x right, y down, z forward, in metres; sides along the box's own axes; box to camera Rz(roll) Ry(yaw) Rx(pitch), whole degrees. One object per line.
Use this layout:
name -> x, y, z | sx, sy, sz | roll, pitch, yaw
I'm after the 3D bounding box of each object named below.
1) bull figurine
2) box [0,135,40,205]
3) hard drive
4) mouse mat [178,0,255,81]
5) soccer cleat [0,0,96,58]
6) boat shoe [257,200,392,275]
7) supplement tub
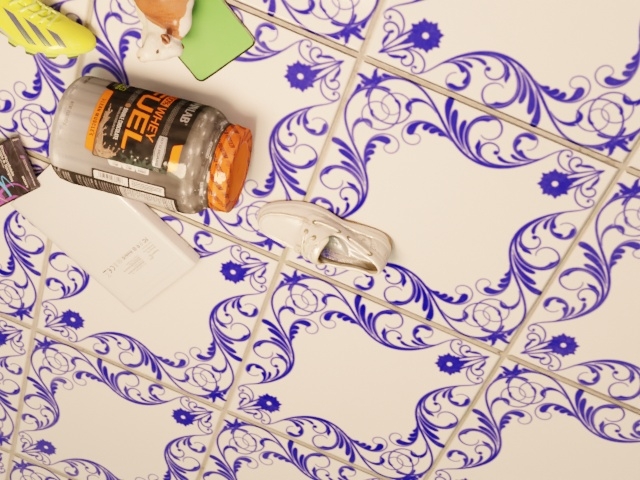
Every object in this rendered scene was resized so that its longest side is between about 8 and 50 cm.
bull figurine -> -0.276, -0.458, 1.654 | 0.188, 0.101, 0.310 | 32, 123, 4
box -> -0.664, -0.137, 2.026 | 0.162, 0.029, 0.116 | -20, 94, 32
hard drive -> -0.457, -0.022, 2.063 | 0.353, 0.047, 0.233 | 44, 125, -16
mouse mat -> -0.225, -0.392, 1.751 | 0.152, 0.007, 0.190 | -28, 113, 31
soccer cleat -> -0.547, -0.421, 1.779 | 0.289, 0.093, 0.121 | 21, 121, 2
boat shoe -> 0.000, 0.000, 1.901 | 0.277, 0.096, 0.098 | 15, 128, 7
supplement tub -> -0.310, -0.171, 1.809 | 0.337, 0.207, 0.207 | 15, 127, 6
